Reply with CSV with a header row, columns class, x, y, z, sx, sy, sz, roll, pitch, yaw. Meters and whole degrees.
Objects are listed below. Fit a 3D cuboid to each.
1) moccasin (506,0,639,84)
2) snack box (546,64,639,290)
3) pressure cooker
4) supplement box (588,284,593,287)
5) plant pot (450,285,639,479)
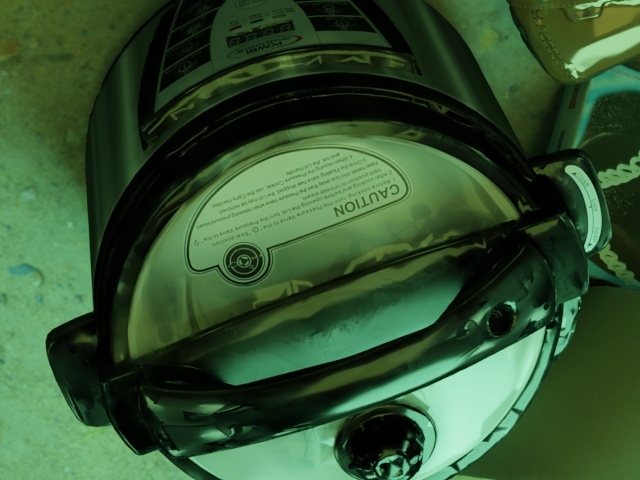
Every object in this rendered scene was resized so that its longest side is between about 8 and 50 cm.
class,x,y,z,sx,sy,sz,roll,pitch,yaw
moccasin,0.330,-0.271,1.572,0.380,0.139,0.147,-21,129,13
snack box,0.348,-0.023,1.696,0.322,0.060,0.187,18,84,-18
pressure cooker,0.004,0.004,1.497,0.375,0.420,0.370,23,113,-19
supplement box,0.206,0.090,1.769,0.188,0.081,0.104,-43,116,14
plant pot,0.265,0.148,1.637,0.284,0.284,0.191,18,78,-18
